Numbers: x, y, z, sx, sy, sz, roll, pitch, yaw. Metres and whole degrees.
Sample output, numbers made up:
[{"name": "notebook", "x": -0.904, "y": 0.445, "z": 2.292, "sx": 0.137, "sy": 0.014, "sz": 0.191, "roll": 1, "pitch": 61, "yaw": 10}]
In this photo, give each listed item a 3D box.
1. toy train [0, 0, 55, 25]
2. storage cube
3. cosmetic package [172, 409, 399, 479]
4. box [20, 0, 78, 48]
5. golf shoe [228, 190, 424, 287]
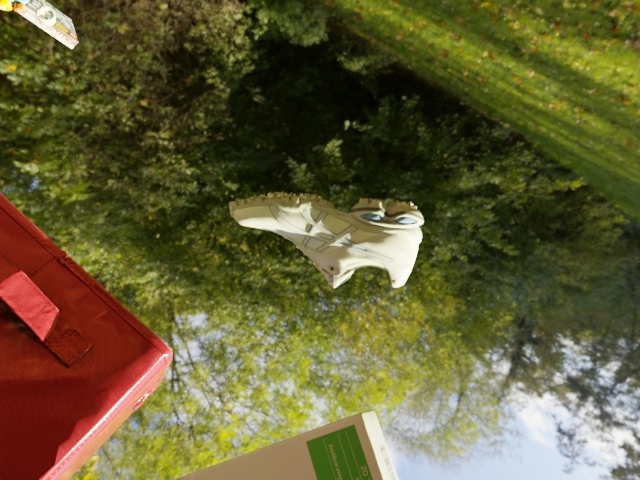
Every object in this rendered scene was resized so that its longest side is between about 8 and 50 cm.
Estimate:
[{"name": "toy train", "x": -0.524, "y": -0.356, "z": 0.831, "sx": 0.046, "sy": 0.166, "sz": 0.125, "roll": 3, "pitch": 129, "yaw": 55}, {"name": "storage cube", "x": -0.238, "y": 0.102, "z": 0.338, "sx": 0.184, "sy": 0.193, "sz": 0.215, "roll": 43, "pitch": 148, "yaw": -1}, {"name": "cosmetic package", "x": -0.054, "y": 0.440, "z": 0.875, "sx": 0.155, "sy": 0.366, "sz": 0.196, "roll": 48, "pitch": -160, "yaw": -69}, {"name": "box", "x": -0.611, "y": -0.499, "z": 1.152, "sx": 0.137, "sy": 0.027, "sz": 0.094, "roll": 31, "pitch": -154, "yaw": -58}, {"name": "golf shoe", "x": 0.000, "y": 0.000, "z": 0.463, "sx": 0.176, "sy": 0.085, "sz": 0.069, "roll": 7, "pitch": -173, "yaw": 12}]
